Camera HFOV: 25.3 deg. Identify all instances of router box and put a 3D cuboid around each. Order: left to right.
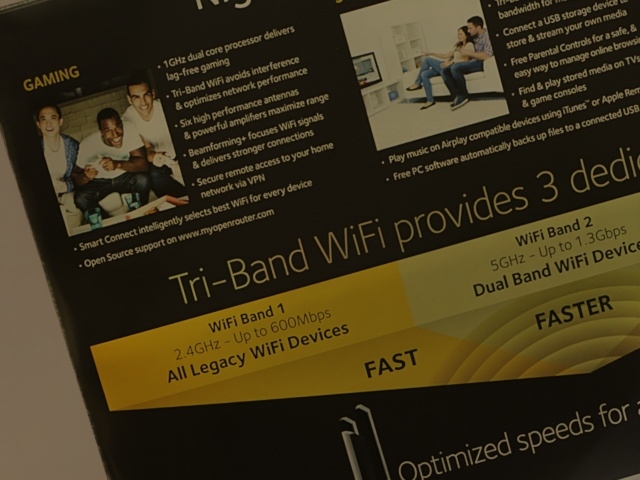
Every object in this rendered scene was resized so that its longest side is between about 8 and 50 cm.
[{"bbox_3d":[0.071,0.004,0.470,0.308,0.081,0.243,-15,-83,-1],"label":"router box"}]
